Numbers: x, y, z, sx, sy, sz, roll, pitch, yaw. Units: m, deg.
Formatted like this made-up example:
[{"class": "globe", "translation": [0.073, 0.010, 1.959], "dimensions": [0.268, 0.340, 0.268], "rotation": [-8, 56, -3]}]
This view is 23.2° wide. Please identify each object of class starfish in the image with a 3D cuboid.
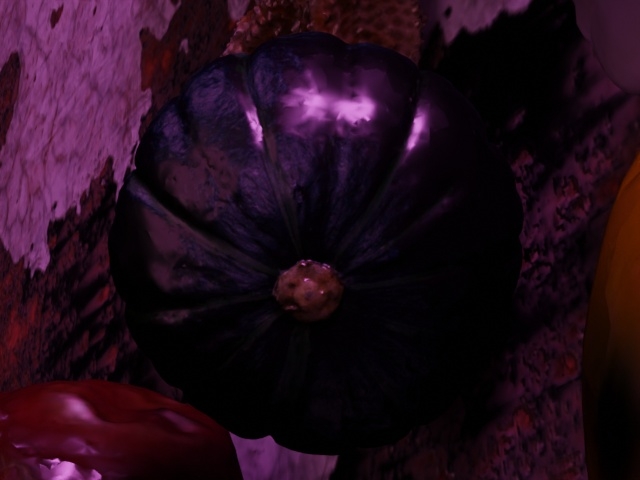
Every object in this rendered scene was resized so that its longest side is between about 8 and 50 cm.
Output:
[{"class": "starfish", "translation": [-0.007, -0.128, 0.875], "dimensions": [0.301, 0.084, 0.293], "rotation": [46, 120, 52]}]

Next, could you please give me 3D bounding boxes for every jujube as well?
[{"class": "jujube", "translation": [-0.184, 0.256, 0.921], "dimensions": [0.258, 0.258, 0.376], "rotation": [43, 119, 58]}]

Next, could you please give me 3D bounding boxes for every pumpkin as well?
[{"class": "pumpkin", "translation": [0.000, 0.002, 0.714], "dimensions": [0.194, 0.194, 0.150], "rotation": [-59, -1, 36]}]

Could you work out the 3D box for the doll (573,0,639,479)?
[{"class": "doll", "translation": [0.147, 0.008, 0.461], "dimensions": [0.348, 0.161, 0.423], "rotation": [125, 152, -79]}]
